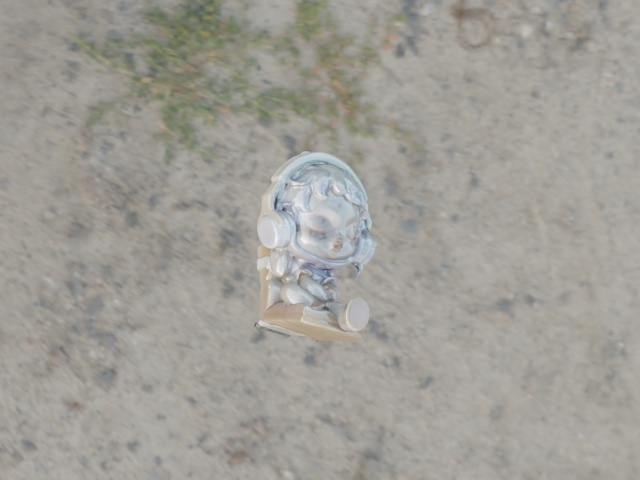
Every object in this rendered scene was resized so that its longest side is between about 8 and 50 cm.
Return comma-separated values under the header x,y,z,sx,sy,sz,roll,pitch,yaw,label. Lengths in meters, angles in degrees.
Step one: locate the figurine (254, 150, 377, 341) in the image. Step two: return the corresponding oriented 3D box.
x,y,z,sx,sy,sz,roll,pitch,yaw,label
-0.002,0.000,1.639,0.162,0.141,0.237,23,64,-36,figurine
